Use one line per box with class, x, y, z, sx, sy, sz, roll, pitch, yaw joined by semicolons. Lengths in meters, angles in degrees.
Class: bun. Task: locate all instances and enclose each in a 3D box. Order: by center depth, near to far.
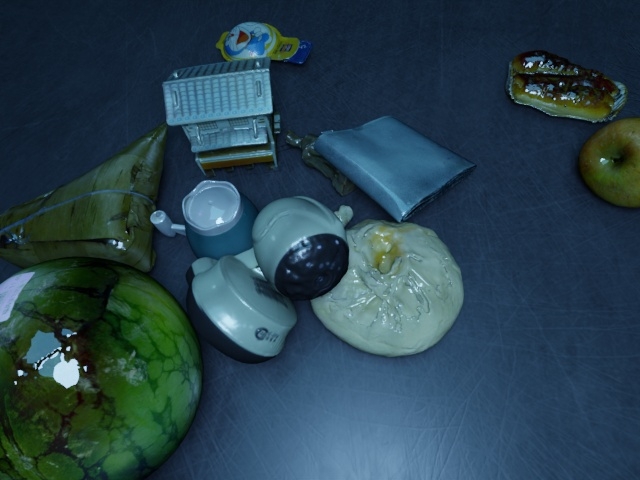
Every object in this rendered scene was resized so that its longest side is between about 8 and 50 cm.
bun;0.124;0.070;0.783;0.286;0.146;0.288;-1;63;2

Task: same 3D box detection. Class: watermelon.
watermelon;-0.348;0.200;0.648;0.362;0.363;0.364;-2;62;4

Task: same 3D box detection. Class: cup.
cup;-0.192;-0.030;0.848;0.299;0.173;0.168;5;62;8

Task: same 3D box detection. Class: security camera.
security camera;-0.073;0.052;0.721;0.277;0.197;0.191;-48;43;10

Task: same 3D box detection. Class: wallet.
wallet;0.163;-0.176;0.905;0.251;0.054;0.290;41;50;20

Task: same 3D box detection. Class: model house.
model house;-0.206;-0.285;0.959;0.223;0.215;0.199;-5;61;2

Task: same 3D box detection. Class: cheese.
cheese;-0.155;-0.530;1.161;0.269;0.069;0.177;15;65;13

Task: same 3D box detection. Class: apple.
apple;0.622;-0.152;0.844;0.154;0.182;0.183;-2;58;-29

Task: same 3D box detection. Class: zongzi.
zongzi;-0.495;-0.107;0.917;0.322;0.160;0.361;0;67;5

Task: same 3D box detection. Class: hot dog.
hot dog;0.570;-0.361;1.003;0.270;0.082;0.163;23;68;15

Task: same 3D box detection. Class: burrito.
burrito;-0.001;-0.001;0.885;0.045;0.058;0.188;42;71;-3

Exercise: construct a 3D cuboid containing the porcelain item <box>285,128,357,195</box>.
porcelain item;-0.003;-0.194;0.967;0.215;0.081;0.069;40;58;22
